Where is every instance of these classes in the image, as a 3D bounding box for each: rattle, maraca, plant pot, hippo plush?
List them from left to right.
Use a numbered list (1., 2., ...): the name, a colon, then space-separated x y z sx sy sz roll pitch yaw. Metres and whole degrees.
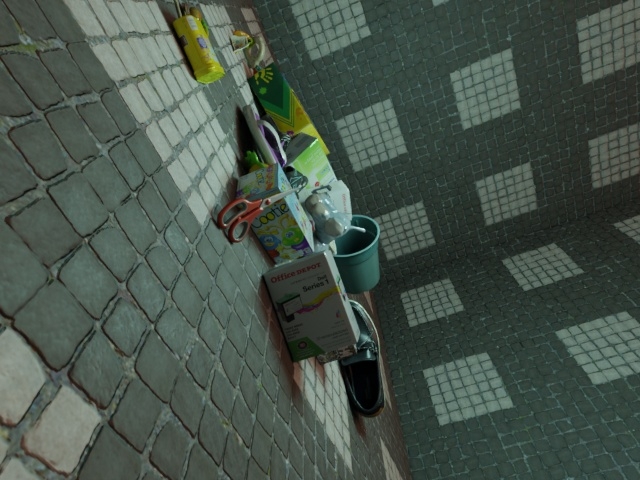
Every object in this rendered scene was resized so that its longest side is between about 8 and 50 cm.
1. rattle: -0.348 -0.910 2.052 0.142 0.130 0.200 -22 119 -70
2. maraca: -0.199 -0.213 1.394 0.186 0.099 0.127 57 -30 5
3. hippo plush: -0.010 -0.047 1.765 0.234 0.236 0.294 50 19 18
4. plant pot: 0.180 0.092 2.280 0.341 0.341 0.334 -98 172 -51

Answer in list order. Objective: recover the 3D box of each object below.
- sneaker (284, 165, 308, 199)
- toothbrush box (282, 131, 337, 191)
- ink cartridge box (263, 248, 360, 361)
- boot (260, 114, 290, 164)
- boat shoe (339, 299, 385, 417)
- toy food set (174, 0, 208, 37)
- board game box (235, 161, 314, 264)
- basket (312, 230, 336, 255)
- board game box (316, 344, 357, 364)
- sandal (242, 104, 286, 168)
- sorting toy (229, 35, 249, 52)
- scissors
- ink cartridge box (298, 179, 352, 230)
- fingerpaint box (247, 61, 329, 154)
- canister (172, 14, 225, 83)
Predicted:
1. sneaker: -0.137 -0.208 1.693 0.106 0.101 0.267 49 34 -22
2. toothbrush box: -0.068 -0.318 1.922 0.122 0.206 0.283 34 -18 39
3. ink cartridge box: -0.024 0.189 1.241 0.117 0.201 0.278 -16 86 -80
4. boot: -0.214 -0.396 1.696 0.076 0.190 0.208 17 21 -49
5. boat shoe: 0.166 0.490 1.772 0.156 0.186 0.500 61 17 -68
6. toy food set: -0.415 -0.726 1.390 0.192 0.038 0.132 26 45 -76
7. board game box: -0.139 -0.080 1.322 0.144 0.142 0.275 -97 164 -50
8. basket: 0.000 0.000 2.030 0.167 0.113 0.103 -100 162 -44
9. board game box: 0.010 0.248 1.495 0.232 0.141 0.291 -91 160 -62
10. sandal: -0.188 -0.367 1.539 0.169 0.102 0.416 74 -9 -63
11. sorting toy: -0.365 -0.896 1.896 0.045 0.075 0.083 35 36 -73
12. scissors: -0.157 -0.106 1.121 0.297 0.021 0.109 -44 132 -33
13. ink cartridge box: 0.011 -0.154 1.888 0.100 0.237 0.172 -114 -169 -51
14. fingerpaint box: -0.143 -0.620 2.119 0.371 0.163 0.445 60 8 12
15. canister: -0.368 -0.576 1.262 0.126 0.073 0.170 -74 141 -74
